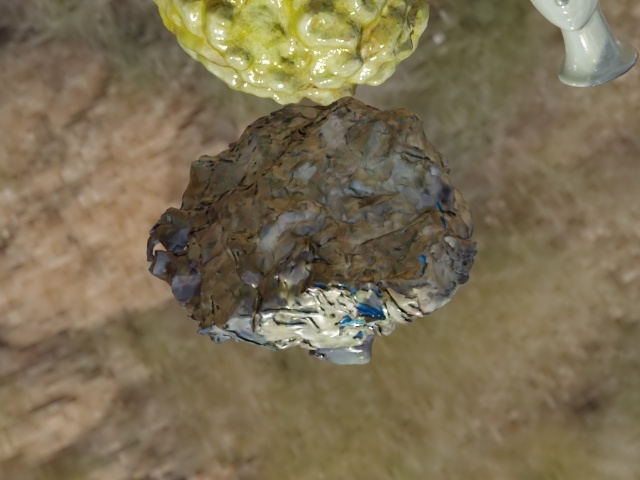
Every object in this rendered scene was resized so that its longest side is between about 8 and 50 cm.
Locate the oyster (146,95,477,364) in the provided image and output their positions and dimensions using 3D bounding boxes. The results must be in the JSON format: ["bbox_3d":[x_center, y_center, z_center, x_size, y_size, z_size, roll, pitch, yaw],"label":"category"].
[{"bbox_3d":[-0.005,-0.006,1.244,0.198,0.259,0.092,-43,141,-4],"label":"oyster"}]

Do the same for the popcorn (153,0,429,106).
[{"bbox_3d":[-0.024,-0.202,1.498,0.218,0.189,0.169,17,125,-15],"label":"popcorn"}]

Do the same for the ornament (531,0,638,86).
[{"bbox_3d":[0.212,-0.209,1.633,0.075,0.081,0.156,-11,125,22],"label":"ornament"}]
